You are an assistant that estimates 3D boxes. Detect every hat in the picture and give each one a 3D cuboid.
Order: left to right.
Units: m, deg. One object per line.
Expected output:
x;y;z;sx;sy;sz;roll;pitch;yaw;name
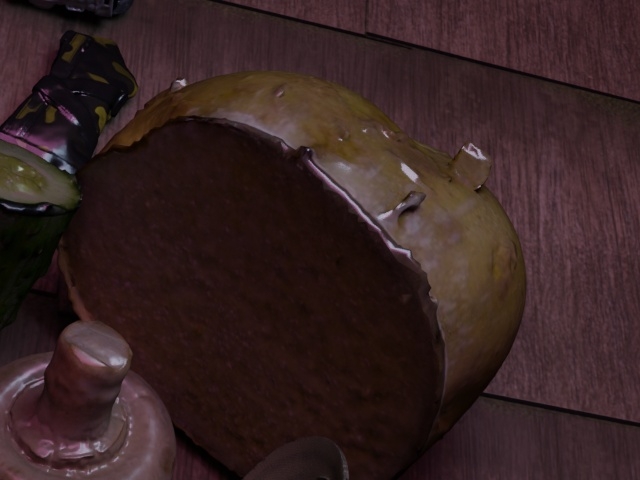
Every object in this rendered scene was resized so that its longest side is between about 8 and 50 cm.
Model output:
-0.024;0.311;1.708;0.110;0.252;0.252;37;44;-22;hat

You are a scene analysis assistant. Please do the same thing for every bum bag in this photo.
-0.274;-0.147;2.065;0.107;0.060;0.232;34;49;-5;bum bag

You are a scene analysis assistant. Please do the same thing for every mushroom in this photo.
-0.220;0.184;1.733;0.206;0.209;0.206;28;47;-35;mushroom

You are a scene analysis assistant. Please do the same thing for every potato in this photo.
0.000;0.000;1.843;0.442;0.385;0.319;31;38;16;potato

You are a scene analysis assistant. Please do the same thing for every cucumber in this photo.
-0.329;0.026;1.783;0.134;0.244;0.134;22;28;-13;cucumber

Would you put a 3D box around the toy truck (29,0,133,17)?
-0.289;-0.430;2.228;0.178;0.176;0.363;3;51;-9;toy truck
